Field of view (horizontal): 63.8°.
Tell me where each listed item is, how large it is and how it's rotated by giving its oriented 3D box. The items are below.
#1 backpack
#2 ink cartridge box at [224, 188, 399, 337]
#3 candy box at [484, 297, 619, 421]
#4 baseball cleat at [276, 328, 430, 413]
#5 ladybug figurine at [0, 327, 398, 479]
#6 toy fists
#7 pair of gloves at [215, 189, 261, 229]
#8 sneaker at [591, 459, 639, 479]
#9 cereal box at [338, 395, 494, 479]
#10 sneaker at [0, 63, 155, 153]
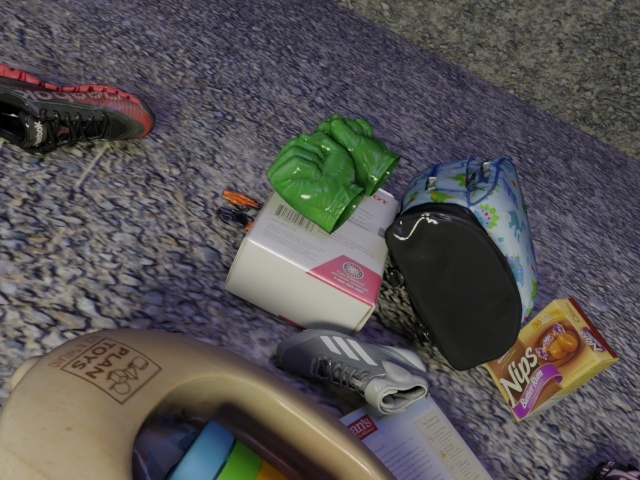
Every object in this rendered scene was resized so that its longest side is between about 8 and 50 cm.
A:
[{"bbox_3d":[0.254,-0.007,0.905,0.290,0.274,0.355,61,13,-16],"label":"backpack"},{"bbox_3d":[0.000,0.000,0.837,0.207,0.117,0.283,27,38,-4],"label":"ink cartridge box"},{"bbox_3d":[0.350,0.188,0.802,0.053,0.186,0.109,1,47,-30],"label":"candy box"},{"bbox_3d":[0.042,0.169,0.673,0.206,0.072,0.109,5,19,-1],"label":"baseball cleat"},{"bbox_3d":[-0.083,0.255,0.444,0.449,0.161,0.305,38,24,4],"label":"ladybug figurine"},{"bbox_3d":[0.024,-0.123,0.816,0.142,0.096,0.279,35,39,8],"label":"toy fists"},{"bbox_3d":[-0.141,-0.051,0.890,0.074,0.010,0.083,22,42,-13],"label":"pair of gloves"},{"bbox_3d":[0.429,0.369,0.765,0.178,0.071,0.077,17,28,-29],"label":"sneaker"},{"bbox_3d":[0.132,0.306,0.643,0.173,0.047,0.240,-11,53,-41],"label":"cereal box"},{"bbox_3d":[-0.401,-0.189,0.803,0.276,0.097,0.135,6,44,-25],"label":"sneaker"}]
